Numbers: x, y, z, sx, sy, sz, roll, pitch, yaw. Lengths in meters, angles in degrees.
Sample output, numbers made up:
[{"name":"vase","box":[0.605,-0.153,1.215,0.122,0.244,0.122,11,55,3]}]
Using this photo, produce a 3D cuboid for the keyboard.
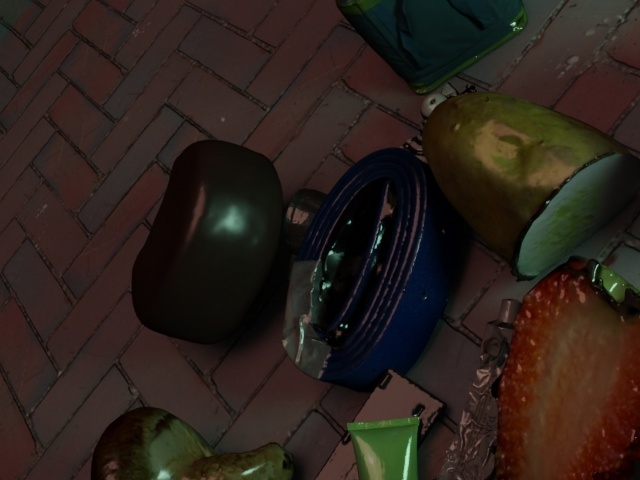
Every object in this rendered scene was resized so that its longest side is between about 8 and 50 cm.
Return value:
[{"name":"keyboard","box":[0.048,0.328,1.129,0.106,0.027,0.317,34,86,21]}]

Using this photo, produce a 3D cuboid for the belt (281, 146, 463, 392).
[{"name":"belt","box":[0.074,0.042,1.215,0.213,0.117,0.346,17,84,41]}]

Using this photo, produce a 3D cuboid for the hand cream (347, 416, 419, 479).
[{"name":"hand cream","box":[0.089,0.319,1.083,0.095,0.046,0.174,-7,70,6]}]

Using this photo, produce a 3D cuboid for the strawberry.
[{"name":"strawberry","box":[0.308,0.182,0.977,0.233,0.138,0.306,37,109,57]}]

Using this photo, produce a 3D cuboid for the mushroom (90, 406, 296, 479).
[{"name":"mushroom","box":[-0.207,0.343,1.196,0.267,0.267,0.254,32,86,46]}]

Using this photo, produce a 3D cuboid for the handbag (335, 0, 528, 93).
[{"name":"handbag","box":[0.169,-0.414,1.372,0.263,0.241,0.222,-32,47,18]}]

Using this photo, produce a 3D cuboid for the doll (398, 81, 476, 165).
[{"name":"doll","box":[0.179,-0.162,1.327,0.091,0.067,0.219,27,81,38]}]

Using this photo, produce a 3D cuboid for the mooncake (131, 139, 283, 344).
[{"name":"mooncake","box":[-0.192,0.009,1.404,0.334,0.174,0.325,-23,55,61]}]

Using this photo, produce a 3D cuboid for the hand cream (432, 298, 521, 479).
[{"name":"hand cream","box":[0.215,0.198,1.083,0.084,0.050,0.256,5,73,43]}]

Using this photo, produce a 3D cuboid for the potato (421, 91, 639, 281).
[{"name":"potato","box":[0.250,-0.103,1.120,0.229,0.229,0.266,-45,58,7]}]

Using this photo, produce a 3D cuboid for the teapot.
[{"name":"teapot","box":[-0.002,-0.007,1.349,0.108,0.111,0.149,12,63,22]}]
